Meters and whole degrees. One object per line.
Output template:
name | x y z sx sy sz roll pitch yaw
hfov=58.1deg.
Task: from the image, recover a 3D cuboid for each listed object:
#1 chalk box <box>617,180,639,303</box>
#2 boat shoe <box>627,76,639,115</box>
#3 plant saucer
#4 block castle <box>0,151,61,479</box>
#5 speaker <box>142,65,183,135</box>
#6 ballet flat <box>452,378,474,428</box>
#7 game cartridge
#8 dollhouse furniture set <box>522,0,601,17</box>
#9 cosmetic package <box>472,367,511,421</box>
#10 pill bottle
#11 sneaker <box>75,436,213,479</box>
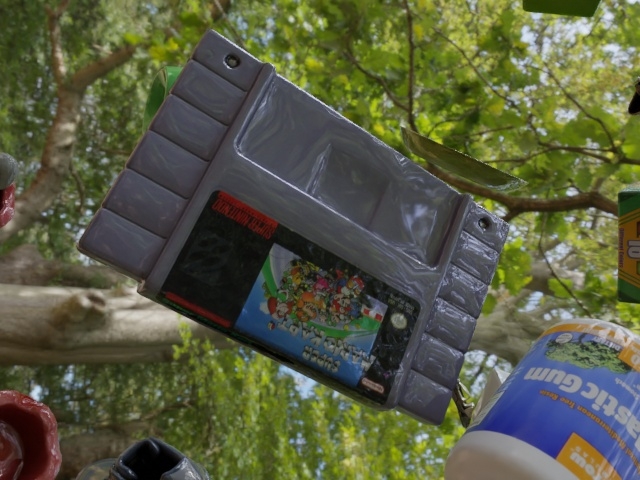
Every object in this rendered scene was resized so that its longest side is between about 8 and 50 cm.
chalk box | 0.609 0.001 0.837 0.289 0.179 0.180 3 -76 41
boat shoe | 0.574 -0.261 0.975 0.066 0.183 0.066 -17 -115 7
plant saucer | 0.243 -0.136 1.011 0.241 0.241 0.037 42 -68 51
block castle | -0.366 0.055 0.284 0.213 0.453 0.302 -22 -104 21
speaker | -0.099 -0.157 0.849 0.131 0.297 0.131 -26 -121 53
ballet flat | 0.290 0.329 1.168 0.041 0.041 0.114 -15 -79 53
game cartridge | 0.000 0.000 0.523 0.068 0.355 0.230 -26 -142 62
dollhouse furniture set | 0.370 -0.379 0.675 0.198 0.301 0.151 16 -49 24
cosmetic package | 0.444 0.387 1.136 0.224 0.224 0.138 -67 176 -76
pill bottle | 0.211 0.206 0.527 0.152 0.272 0.152 30 -40 30
sneaker | -0.219 0.299 0.717 0.300 0.111 0.121 -10 -71 39
